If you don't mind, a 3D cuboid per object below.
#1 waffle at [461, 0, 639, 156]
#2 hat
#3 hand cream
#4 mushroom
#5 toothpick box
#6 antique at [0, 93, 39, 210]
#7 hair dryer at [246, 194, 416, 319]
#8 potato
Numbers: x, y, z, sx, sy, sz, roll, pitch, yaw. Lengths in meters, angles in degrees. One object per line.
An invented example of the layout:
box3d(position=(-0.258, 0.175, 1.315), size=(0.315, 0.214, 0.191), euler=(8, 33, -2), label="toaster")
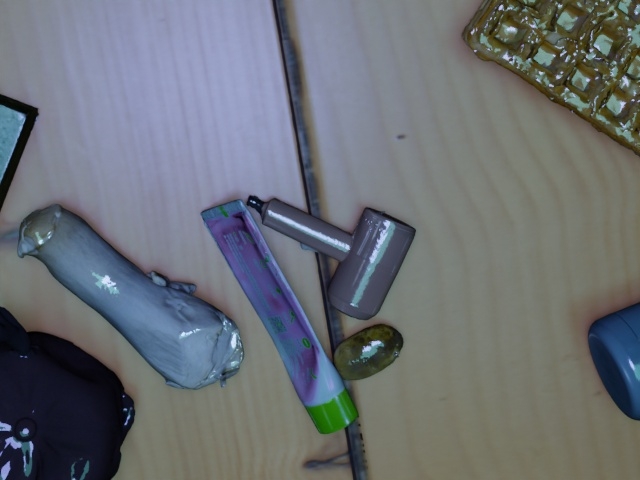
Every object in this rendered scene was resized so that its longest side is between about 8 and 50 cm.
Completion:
box3d(position=(0.326, -0.219, 1.408), size=(0.308, 0.091, 0.212), euler=(31, 94, -8), label="waffle")
box3d(position=(-0.356, 0.194, 1.325), size=(0.336, 0.209, 0.238), euler=(-1, 75, -7), label="hat")
box3d(position=(-0.044, 0.082, 1.427), size=(0.079, 0.050, 0.275), euler=(-23, 101, 28), label="hand cream")
box3d(position=(-0.201, 0.061, 1.400), size=(0.278, 0.096, 0.099), euler=(38, 92, -4), label="mushroom")
box3d(position=(0.398, 0.110, 1.443), size=(0.184, 0.120, 0.120), euler=(-23, 99, -4), label="toothpick box")
box3d(position=(-0.372, -0.047, 1.378), size=(0.080, 0.081, 0.220), euler=(21, 96, -5), label="antique")
box3d(position=(0.000, 0.000, 1.431), size=(0.182, 0.064, 0.117), euler=(26, 96, 0), label="hair dryer")
box3d(position=(0.052, 0.123, 1.455), size=(0.083, 0.040, 0.051), euler=(-31, 97, -1), label="potato")
